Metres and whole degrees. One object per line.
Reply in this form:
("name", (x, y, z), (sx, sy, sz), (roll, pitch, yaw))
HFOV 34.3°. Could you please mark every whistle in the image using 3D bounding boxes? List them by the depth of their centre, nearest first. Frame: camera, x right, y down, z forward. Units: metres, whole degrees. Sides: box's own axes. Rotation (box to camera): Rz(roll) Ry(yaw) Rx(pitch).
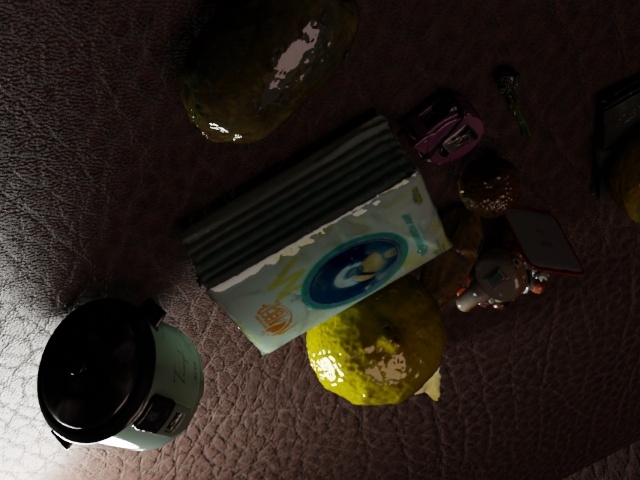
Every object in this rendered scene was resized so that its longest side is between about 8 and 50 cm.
("whistle", (0.325, 0.083, 2.005), (0.057, 0.107, 0.220), (-36, 173, -32))

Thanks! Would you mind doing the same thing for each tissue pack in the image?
("tissue pack", (0.000, 0.000, 1.728), (0.388, 0.162, 0.287), (-30, 147, 2))

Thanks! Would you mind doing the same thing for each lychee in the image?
("lychee", (0.304, -0.097, 1.860), (0.114, 0.114, 0.146), (-31, 169, 5))

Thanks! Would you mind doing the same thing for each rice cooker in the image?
("rice cooker", (-0.335, 0.228, 1.725), (0.280, 0.241, 0.227), (-52, 146, 2))

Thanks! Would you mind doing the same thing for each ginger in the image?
("ginger", (0.195, 0.266, 2.280), (0.122, 0.115, 0.193), (-7, 132, -3))

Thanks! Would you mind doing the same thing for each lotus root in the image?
("lotus root", (-0.076, -0.242, 1.357), (0.275, 0.160, 0.152), (-47, 152, 26))

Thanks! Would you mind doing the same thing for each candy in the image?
("candy", (0.670, -0.145, 1.984), (0.260, 0.118, 0.260), (-20, 145, -15))
("candy", (0.244, 0.052, 2.016), (0.271, 0.101, 0.143), (102, 13, -49))

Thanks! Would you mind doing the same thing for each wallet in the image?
("wallet", (0.602, -0.200, 1.991), (0.169, 0.044, 0.317), (-28, 148, -5))

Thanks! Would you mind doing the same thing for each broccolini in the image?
("broccolini", (0.334, -0.224, 1.776), (0.044, 0.042, 0.218), (-30, 148, 4))

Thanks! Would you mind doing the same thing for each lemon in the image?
("lemon", (0.101, 0.177, 1.937), (0.268, 0.268, 0.322), (-26, 174, -4))

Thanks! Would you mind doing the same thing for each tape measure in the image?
("tape measure", (0.204, -0.180, 1.710), (0.125, 0.074, 0.118), (-38, 146, 18))

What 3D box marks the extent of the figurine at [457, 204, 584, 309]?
("figurine", (0.371, 0.059, 2.099), (0.183, 0.160, 0.226), (8, 140, -40))
